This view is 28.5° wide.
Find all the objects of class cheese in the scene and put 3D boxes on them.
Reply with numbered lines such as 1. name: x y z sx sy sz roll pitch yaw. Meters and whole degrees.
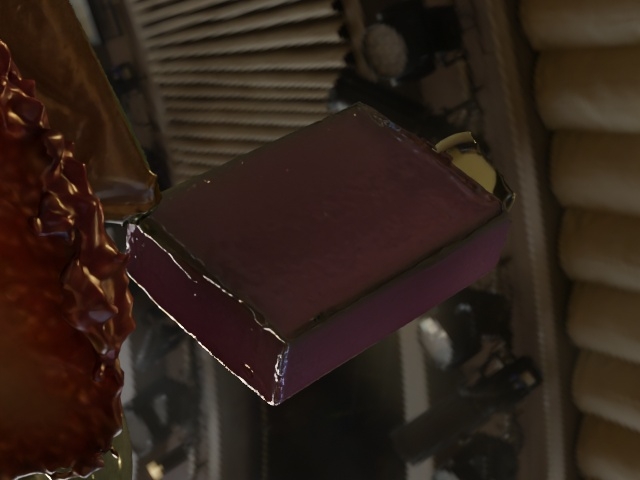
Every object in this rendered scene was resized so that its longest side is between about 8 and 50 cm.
1. cheese: 0.116 -0.017 1.551 0.127 0.251 0.054 50 3 -18

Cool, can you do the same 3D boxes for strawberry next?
1. strawberry: -0.206 -0.026 0.537 0.233 0.137 0.306 -27 -68 18

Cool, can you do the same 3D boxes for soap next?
1. soap: 0.000 0.001 0.981 0.181 0.259 0.081 37 -43 27

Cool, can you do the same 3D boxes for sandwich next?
1. sandwich: -0.199 -0.113 0.789 0.063 0.245 0.212 -118 -140 -51

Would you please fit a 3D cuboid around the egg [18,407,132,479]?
1. egg: -0.237 0.156 0.986 0.236 0.169 0.169 60 -37 29
